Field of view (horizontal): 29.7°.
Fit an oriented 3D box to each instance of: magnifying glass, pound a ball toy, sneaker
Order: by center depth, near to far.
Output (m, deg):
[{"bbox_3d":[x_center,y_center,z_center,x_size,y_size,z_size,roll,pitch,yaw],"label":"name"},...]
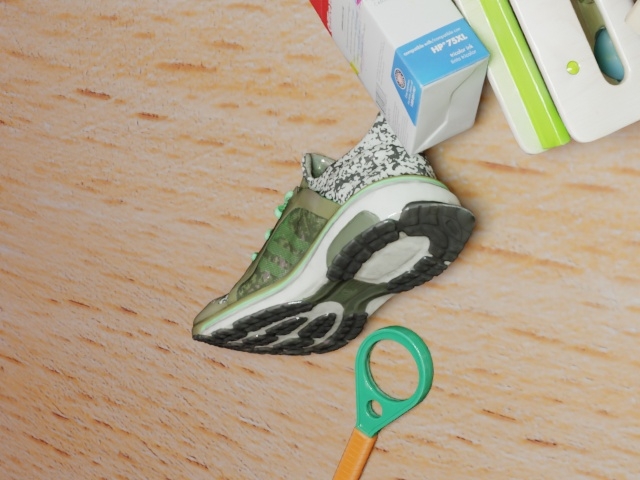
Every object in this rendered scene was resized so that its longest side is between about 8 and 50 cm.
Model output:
[{"bbox_3d":[0.187,-0.246,1.107,0.319,0.136,0.208,66,168,-4],"label":"pound a ball toy"},{"bbox_3d":[0.000,0.000,1.328,0.410,0.158,0.182,-35,50,39],"label":"sneaker"},{"bbox_3d":[0.061,0.197,1.376,0.092,0.026,0.231,34,119,25],"label":"magnifying glass"}]

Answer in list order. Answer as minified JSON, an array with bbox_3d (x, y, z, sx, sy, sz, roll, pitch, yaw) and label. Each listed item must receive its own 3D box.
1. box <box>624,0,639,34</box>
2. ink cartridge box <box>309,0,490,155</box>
[{"bbox_3d":[0.398,-0.258,0.936,0.148,0.121,0.311,44,124,20],"label":"box"},{"bbox_3d":[0.065,-0.214,1.172,0.231,0.078,0.134,59,167,21],"label":"ink cartridge box"}]
